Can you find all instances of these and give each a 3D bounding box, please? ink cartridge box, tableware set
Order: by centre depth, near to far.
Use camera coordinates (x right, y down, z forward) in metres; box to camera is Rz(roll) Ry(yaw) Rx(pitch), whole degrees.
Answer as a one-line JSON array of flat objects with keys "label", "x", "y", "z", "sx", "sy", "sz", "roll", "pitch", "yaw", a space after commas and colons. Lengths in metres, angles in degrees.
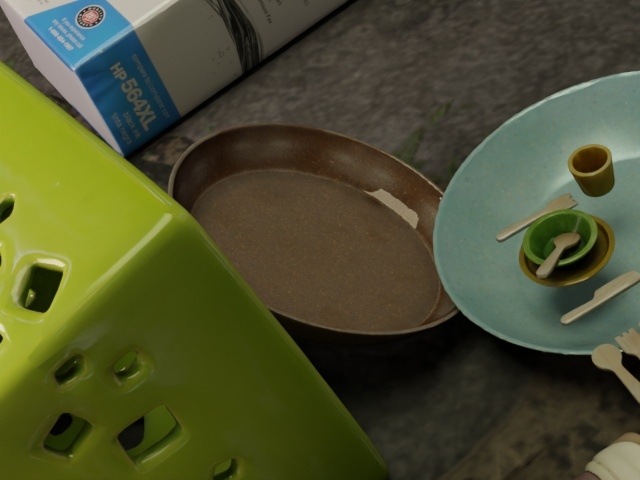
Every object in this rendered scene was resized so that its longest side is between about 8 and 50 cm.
[{"label": "tableware set", "x": 0.155, "y": 0.006, "z": 0.855, "sx": 0.104, "sy": 0.024, "sz": 0.154, "roll": -30, "pitch": 41, "yaw": -4}, {"label": "ink cartridge box", "x": -0.090, "y": -0.168, "z": 1.163, "sx": 0.203, "sy": 0.086, "sz": 0.148, "roll": -35, "pitch": 43, "yaw": -10}]

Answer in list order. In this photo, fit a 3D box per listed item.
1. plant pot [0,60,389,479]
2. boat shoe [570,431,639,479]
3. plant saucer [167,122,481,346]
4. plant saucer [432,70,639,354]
[{"label": "plant pot", "x": -0.141, "y": 0.073, "z": 0.852, "sx": 0.207, "sy": 0.228, "sz": 0.227, "roll": -43, "pitch": 44, "yaw": -9}, {"label": "boat shoe", "x": 0.155, "y": 0.186, "z": 0.679, "sx": 0.092, "sy": 0.103, "sz": 0.285, "roll": -34, "pitch": 38, "yaw": 0}, {"label": "plant saucer", "x": 0.000, "y": 0.000, "z": 0.938, "sx": 0.168, "sy": 0.029, "sz": 0.168, "roll": 12, "pitch": 38, "yaw": -10}, {"label": "plant saucer", "x": 0.155, "y": -0.008, "z": 0.914, "sx": 0.195, "sy": 0.037, "sz": 0.195, "roll": -15, "pitch": 43, "yaw": 14}]
